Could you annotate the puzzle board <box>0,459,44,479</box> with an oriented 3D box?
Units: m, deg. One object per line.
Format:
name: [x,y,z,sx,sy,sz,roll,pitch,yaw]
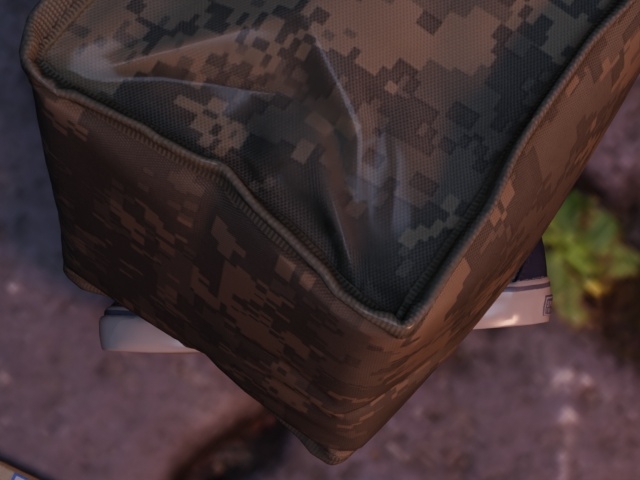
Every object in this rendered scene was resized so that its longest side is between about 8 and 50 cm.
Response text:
puzzle board: [-0.161,0.136,0.858,0.128,0.011,0.096,26,93,-5]

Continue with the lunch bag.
lunch bag: [0.039,-0.091,0.701,0.169,0.235,0.287,36,75,6]

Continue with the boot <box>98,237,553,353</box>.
boot: [0.000,0.000,0.830,0.190,0.069,0.086,-5,89,-10]
